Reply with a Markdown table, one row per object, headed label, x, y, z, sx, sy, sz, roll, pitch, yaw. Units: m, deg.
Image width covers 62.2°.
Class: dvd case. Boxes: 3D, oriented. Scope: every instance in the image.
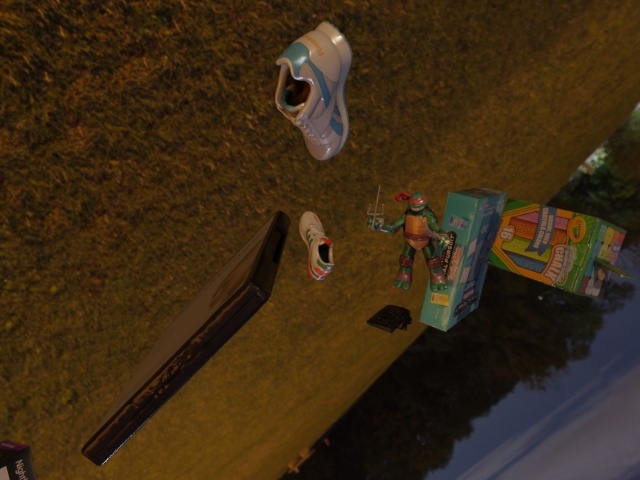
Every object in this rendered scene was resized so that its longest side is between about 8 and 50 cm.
| label | x | y | z | sx | sy | sz | roll | pitch | yaw |
| --- | --- | --- | --- | --- | --- | --- | --- | --- | --- |
| dvd case | -0.100 | 0.062 | 0.477 | 0.180 | 0.022 | 0.253 | -45 | -171 | 10 |

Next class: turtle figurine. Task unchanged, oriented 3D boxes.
| label | x | y | z | sx | sy | sz | roll | pitch | yaw |
| --- | --- | --- | --- | --- | --- | --- | --- | --- | --- |
| turtle figurine | 0.197 | -0.011 | 1.088 | 0.118 | 0.175 | 0.234 | -34 | 123 | -40 |

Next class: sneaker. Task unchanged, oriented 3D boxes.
| label | x | y | z | sx | sy | sz | roll | pitch | yaw |
| --- | --- | --- | --- | --- | --- | --- | --- | --- | --- |
| sneaker | -0.015 | -0.191 | 0.746 | 0.092 | 0.087 | 0.228 | -37 | 154 | -18 |
| sneaker | 0.000 | 0.000 | 1.131 | 0.057 | 0.161 | 0.075 | 4 | 153 | -29 |

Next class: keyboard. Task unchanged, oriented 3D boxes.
| label | x | y | z | sx | sy | sz | roll | pitch | yaw |
| --- | --- | --- | --- | --- | --- | --- | --- | --- | --- |
| keyboard | 0.199 | 0.197 | 1.412 | 0.192 | 0.100 | 0.038 | -20 | 125 | -65 |

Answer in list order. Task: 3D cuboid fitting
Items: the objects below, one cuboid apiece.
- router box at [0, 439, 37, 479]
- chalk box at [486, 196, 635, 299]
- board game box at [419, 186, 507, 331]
| label | x | y | z | sx | sy | sz | roll | pitch | yaw |
| --- | --- | --- | --- | --- | --- | --- | --- | --- | --- |
| router box | -0.266 | 0.260 | 0.383 | 0.046 | 0.178 | 0.133 | -9 | -177 | 37 |
| chalk box | 0.580 | 0.025 | 1.245 | 0.180 | 0.289 | 0.179 | 12 | 97 | -44 |
| board game box | 0.371 | 0.037 | 1.372 | 0.254 | 0.079 | 0.336 | -13 | 118 | -55 |
